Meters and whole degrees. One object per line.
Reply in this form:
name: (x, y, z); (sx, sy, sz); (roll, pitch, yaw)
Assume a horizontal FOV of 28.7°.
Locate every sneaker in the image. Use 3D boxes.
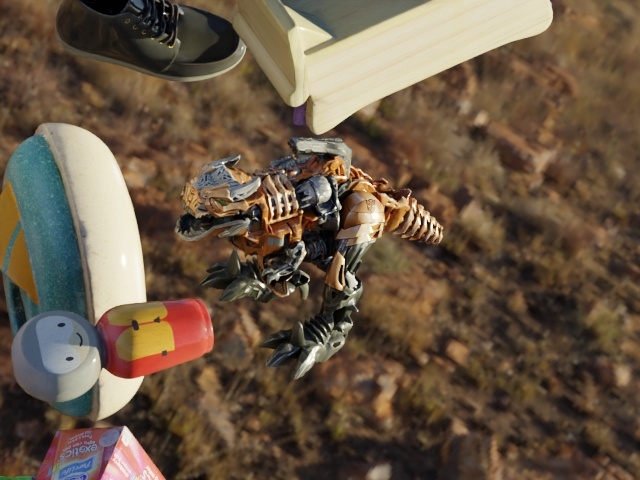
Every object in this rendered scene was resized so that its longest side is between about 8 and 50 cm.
sneaker: (-0.184, -0.241, 1.410); (0.222, 0.118, 0.083); (4, 76, -16)

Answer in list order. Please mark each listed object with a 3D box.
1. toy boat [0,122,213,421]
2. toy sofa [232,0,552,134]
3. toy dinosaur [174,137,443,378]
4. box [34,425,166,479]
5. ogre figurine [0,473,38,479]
toy boat: (-0.210, 0.045, 1.037); (0.148, 0.268, 0.318); (-11, 19, -23)
toy sofa: (0.088, -0.283, 1.405); (0.362, 0.177, 0.150); (-26, 57, -11)
toy dinosaur: (0.000, 0.000, 1.213); (0.321, 0.218, 0.164); (13, 28, -23)
box: (-0.289, 0.392, 1.775); (0.257, 0.122, 0.128); (62, 31, -36)
ogre figurine: (-0.464, 0.395, 1.839); (0.118, 0.197, 0.097); (21, 62, -22)
